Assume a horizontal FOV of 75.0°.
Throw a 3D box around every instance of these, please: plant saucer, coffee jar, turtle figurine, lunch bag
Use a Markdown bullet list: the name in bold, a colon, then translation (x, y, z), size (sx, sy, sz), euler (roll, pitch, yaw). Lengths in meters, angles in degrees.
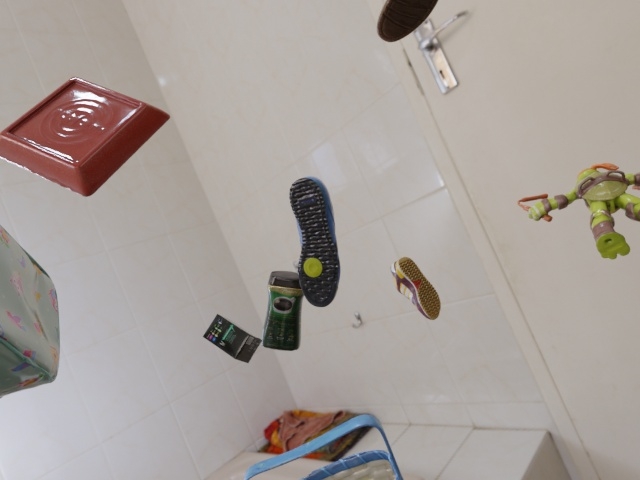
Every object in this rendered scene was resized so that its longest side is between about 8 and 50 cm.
- **plant saucer**: translation (-0.494, -0.235, 0.857), size (0.259, 0.258, 0.048), euler (-59, -15, -30)
- **coffee jar**: translation (-0.086, 0.165, 1.003), size (0.096, 0.184, 0.079), euler (7, 0, 5)
- **turtle figurine**: translation (0.487, -0.073, 0.689), size (0.269, 0.087, 0.217), euler (-12, 32, 15)
- **lunch bag**: translation (-0.477, 0.089, 0.594), size (0.107, 0.224, 0.279), euler (-17, -30, -18)

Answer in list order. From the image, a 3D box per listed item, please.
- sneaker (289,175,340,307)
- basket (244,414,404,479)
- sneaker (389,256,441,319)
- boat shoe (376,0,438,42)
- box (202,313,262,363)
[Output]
- **sneaker**: translation (0.000, 0.000, 0.676), size (0.069, 0.209, 0.082), euler (-7, 3, 17)
- **basket**: translation (0.040, 0.459, 0.724), size (0.254, 0.289, 0.201), euler (-27, 12, 6)
- **sneaker**: translation (0.257, 0.136, 1.140), size (0.069, 0.185, 0.084), euler (-21, -16, -25)
- **boat shoe**: translation (0.217, -0.542, 0.880), size (0.257, 0.095, 0.095), euler (-43, 25, 35)
- **box**: translation (-0.165, 0.184, 0.782), size (0.052, 0.083, 0.062), euler (-59, -25, -13)
